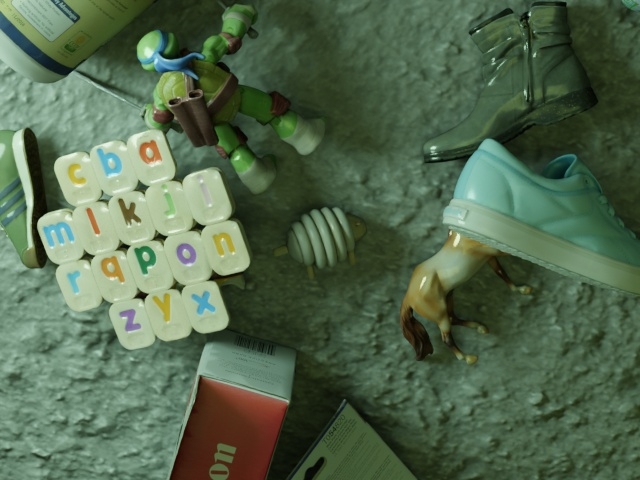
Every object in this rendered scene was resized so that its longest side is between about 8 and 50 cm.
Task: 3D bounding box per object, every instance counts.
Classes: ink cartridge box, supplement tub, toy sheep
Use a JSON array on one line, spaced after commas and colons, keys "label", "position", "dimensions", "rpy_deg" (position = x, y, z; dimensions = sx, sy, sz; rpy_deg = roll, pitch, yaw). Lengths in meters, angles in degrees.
[{"label": "ink cartridge box", "position": [0.023, 0.364, 1.856], "dimensions": [0.223, 0.045, 0.224], "rpy_deg": [-51, 119, -22]}, {"label": "supplement tub", "position": [-0.288, -0.368, 1.674], "dimensions": [0.316, 0.228, 0.228], "rpy_deg": [-37, 100, 10]}, {"label": "ink cartridge box", "position": [-0.137, 0.310, 1.816], "dimensions": [0.130, 0.272, 0.309], "rpy_deg": [16, 104, -2]}, {"label": "toy sheep", "position": [0.000, 0.000, 1.833], "dimensions": [0.132, 0.091, 0.091], "rpy_deg": [-21, 103, -12]}]

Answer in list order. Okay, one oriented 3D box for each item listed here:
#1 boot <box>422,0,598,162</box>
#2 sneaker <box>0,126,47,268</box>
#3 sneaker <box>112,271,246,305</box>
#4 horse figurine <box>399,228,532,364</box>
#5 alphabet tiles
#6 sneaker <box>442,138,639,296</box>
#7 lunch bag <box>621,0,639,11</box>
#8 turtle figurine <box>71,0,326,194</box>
[{"label": "boot", "position": [0.227, -0.207, 1.791], "dimensions": [0.246, 0.083, 0.161], "rpy_deg": [-22, 90, 7]}, {"label": "sneaker", "position": [-0.420, -0.056, 1.844], "dimensions": [0.086, 0.064, 0.192], "rpy_deg": [-2, 104, 10]}, {"label": "sneaker", "position": [-0.193, 0.073, 1.862], "dimensions": [0.185, 0.069, 0.084], "rpy_deg": [-27, 96, 9]}, {"label": "horse figurine", "position": [0.193, 0.052, 1.851], "dimensions": [0.174, 0.066, 0.263], "rpy_deg": [39, 99, -15]}, {"label": "alphabet tiles", "position": [-0.231, 0.001, 1.791], "dimensions": [0.284, 0.021, 0.278], "rpy_deg": [-14, 104, 23]}, {"label": "sneaker", "position": [0.340, -0.027, 1.770], "dimensions": [0.366, 0.135, 0.150], "rpy_deg": [20, 89, -26]}, {"label": "lunch bag", "position": [0.503, -0.402, 1.688], "dimensions": [0.303, 0.115, 0.243], "rpy_deg": [-7, 104, -8]}, {"label": "turtle figurine", "position": [-0.135, -0.205, 1.778], "dimensions": [0.266, 0.274, 0.198], "rpy_deg": [41, 79, -28]}]
